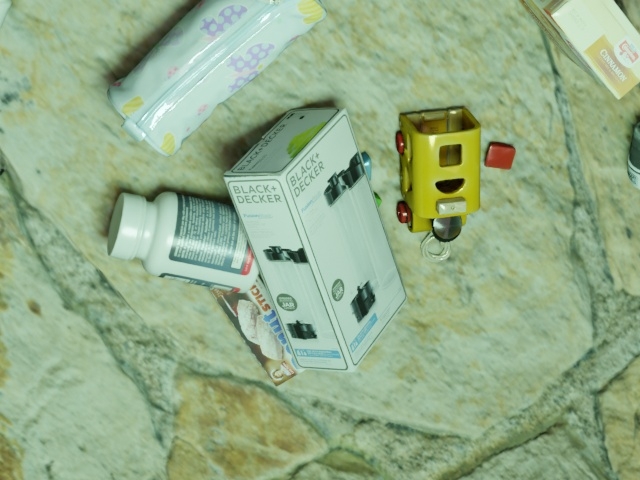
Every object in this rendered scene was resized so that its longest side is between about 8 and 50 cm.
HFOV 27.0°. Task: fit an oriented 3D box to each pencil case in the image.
[{"bbox_3d":[-0.120,-0.220,1.555,0.273,0.124,0.113,-41,117,9],"label":"pencil case"}]

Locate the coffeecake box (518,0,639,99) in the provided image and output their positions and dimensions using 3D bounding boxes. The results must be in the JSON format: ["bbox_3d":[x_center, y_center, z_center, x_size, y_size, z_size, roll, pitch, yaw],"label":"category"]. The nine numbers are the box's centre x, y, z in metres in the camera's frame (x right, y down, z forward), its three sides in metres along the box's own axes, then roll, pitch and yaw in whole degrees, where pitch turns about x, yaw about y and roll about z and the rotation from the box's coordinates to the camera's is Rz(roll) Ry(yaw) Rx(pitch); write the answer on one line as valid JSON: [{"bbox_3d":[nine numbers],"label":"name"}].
[{"bbox_3d":[0.307,-0.265,1.593,0.068,0.185,0.142,-41,116,8],"label":"coffeecake box"}]

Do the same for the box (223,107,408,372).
[{"bbox_3d":[0.000,0.000,1.654,0.087,0.169,0.290,1,122,34],"label":"box"}]

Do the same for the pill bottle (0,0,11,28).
[{"bbox_3d":[-0.347,-0.386,1.395,0.176,0.176,0.318,18,109,-20],"label":"pill bottle"}]

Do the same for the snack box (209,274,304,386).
[{"bbox_3d":[-0.077,0.112,1.776,0.064,0.022,0.178,-31,117,1],"label":"snack box"}]

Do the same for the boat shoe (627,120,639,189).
[{"bbox_3d":[0.554,-0.144,1.748,0.306,0.113,0.105,-6,131,0],"label":"boat shoe"}]

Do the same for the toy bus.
[{"bbox_3d":[0.155,-0.067,1.698,0.202,0.104,0.191,36,103,-24],"label":"toy bus"}]

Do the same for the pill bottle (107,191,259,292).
[{"bbox_3d":[-0.167,-0.003,1.654,0.180,0.108,0.108,12,111,-18],"label":"pill bottle"}]
